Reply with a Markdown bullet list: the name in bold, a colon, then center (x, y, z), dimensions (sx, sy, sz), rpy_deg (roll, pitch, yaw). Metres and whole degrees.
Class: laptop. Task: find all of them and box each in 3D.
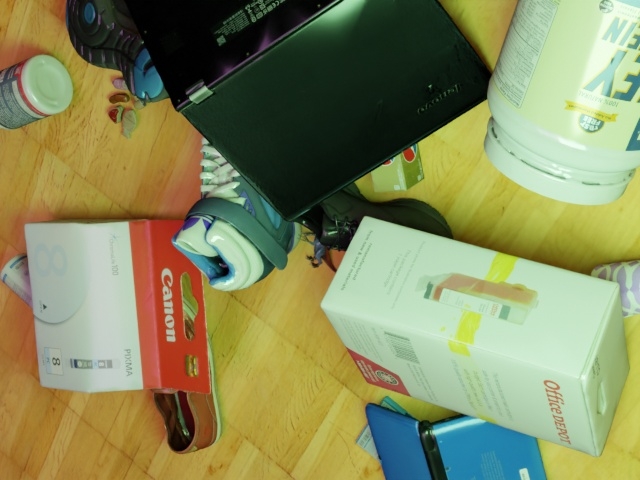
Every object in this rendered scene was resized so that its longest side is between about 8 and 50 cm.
- **laptop**: center (-0.026, -0.308, 1.837), dimensions (0.382, 0.236, 0.407), rpy_deg (-31, 72, 16)

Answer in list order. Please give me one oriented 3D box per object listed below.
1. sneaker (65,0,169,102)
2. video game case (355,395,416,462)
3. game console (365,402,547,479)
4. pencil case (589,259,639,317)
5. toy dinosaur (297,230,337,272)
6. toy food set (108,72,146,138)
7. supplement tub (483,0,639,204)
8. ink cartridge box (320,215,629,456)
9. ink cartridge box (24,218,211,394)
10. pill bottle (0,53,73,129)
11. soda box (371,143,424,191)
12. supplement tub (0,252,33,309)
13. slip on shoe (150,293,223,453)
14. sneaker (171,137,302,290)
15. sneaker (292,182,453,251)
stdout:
- **sneaker**: center (-0.296, -0.326, 2.068), dimensions (0.341, 0.140, 0.125), rpy_deg (45, 130, 34)
- **video game case**: center (0.149, 0.352, 2.153), dimensions (0.166, 0.015, 0.119), rpy_deg (38, 126, 13)
- **game console**: center (0.232, 0.388, 2.091), dimensions (0.250, 0.173, 0.293), rpy_deg (-16, 108, 2)
- **pencil case**: center (0.471, 0.067, 1.767), dimensions (0.206, 0.086, 0.088), rpy_deg (-9, 95, 36)
- **toy dinosaur**: center (0.000, 0.000, 2.088), dimensions (0.090, 0.047, 0.082), rpy_deg (17, 113, -16)
- **toy food set**: center (-0.332, -0.239, 2.195), dimensions (0.078, 0.019, 0.122), rpy_deg (43, 135, 10)
- **supplement tub**: center (0.348, -0.233, 1.617), dimensions (0.235, 0.235, 0.324), rpy_deg (29, 124, 19)
- **ink cartridge box**: center (0.231, 0.138, 1.831), dimensions (0.385, 0.160, 0.279), rpy_deg (16, 155, 25)
- **ink cartridge box**: center (-0.363, 0.117, 2.263), dimensions (0.385, 0.091, 0.308), rpy_deg (1, 97, 42)
- **pill bottle**: center (-0.534, -0.254, 2.261), dimensions (0.180, 0.108, 0.108), rpy_deg (-14, 103, 36)
- **soda box**: center (0.103, -0.167, 1.915), dimensions (0.058, 0.061, 0.181), rpy_deg (0, 111, 34)
- **supplement tub**: center (-0.553, 0.082, 2.451), dimensions (0.107, 0.071, 0.071), rpy_deg (41, 127, 11)
- **slip on shoe**: center (-0.259, 0.236, 2.312), dimensions (0.123, 0.101, 0.331), rpy_deg (1, 110, 35)
- **sneaker**: center (-0.150, -0.081, 2.008), dimensions (0.130, 0.236, 0.322), rpy_deg (-5, 108, 35)
- **sneaker**: center (0.065, -0.017, 1.967), dimensions (0.286, 0.130, 0.109), rpy_deg (20, 119, 23)
